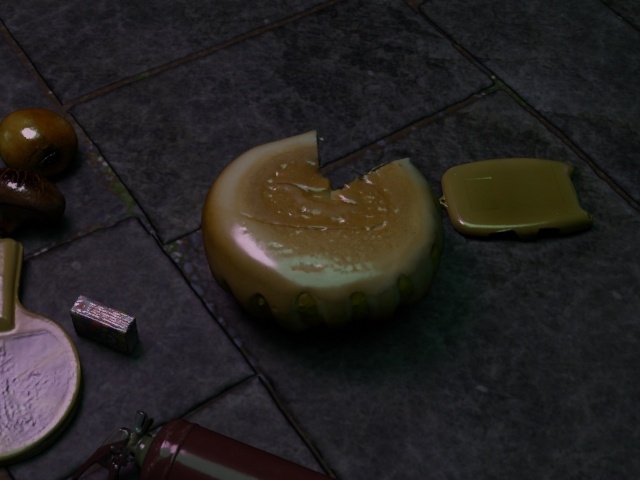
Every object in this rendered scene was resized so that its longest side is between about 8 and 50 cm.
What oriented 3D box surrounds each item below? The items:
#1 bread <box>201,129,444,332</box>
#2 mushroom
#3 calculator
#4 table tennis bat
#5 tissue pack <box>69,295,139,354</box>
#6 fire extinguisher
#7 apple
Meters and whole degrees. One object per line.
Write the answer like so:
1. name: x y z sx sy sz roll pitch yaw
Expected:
1. bread: 0.000 0.000 1.235 0.333 0.160 0.332 2 52 -2
2. mushroom: -0.424 -0.061 1.274 0.126 0.109 0.085 17 46 -13
3. calculator: 0.299 -0.068 1.398 0.237 0.033 0.157 -4 54 -7
4. table tennis bat: -0.412 0.137 1.165 0.199 0.050 0.320 -6 58 -8
5. tissue pack: -0.282 0.111 1.181 0.083 0.063 0.035 22 56 9
6. fire extinguisher: -0.124 0.299 1.041 0.337 0.106 0.147 18 78 9
7. apple: -0.424 -0.149 1.342 0.114 0.099 0.102 -29 59 -21
